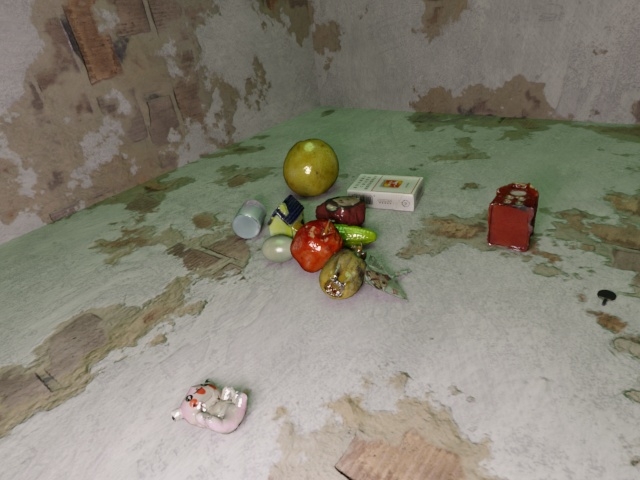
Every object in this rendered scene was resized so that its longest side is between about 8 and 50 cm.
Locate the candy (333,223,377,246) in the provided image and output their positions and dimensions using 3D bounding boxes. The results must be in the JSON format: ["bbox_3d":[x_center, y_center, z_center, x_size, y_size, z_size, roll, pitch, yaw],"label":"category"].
[{"bbox_3d":[0.130,-0.019,1.740,0.210,0.096,0.096,3,32,16],"label":"candy"}]

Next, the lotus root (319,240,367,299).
[{"bbox_3d":[0.090,0.105,1.500,0.154,0.154,0.278,5,34,22],"label":"lotus root"}]

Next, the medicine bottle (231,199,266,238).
[{"bbox_3d":[-0.327,-0.101,1.950,0.135,0.135,0.168,-3,32,8],"label":"medicine bottle"}]

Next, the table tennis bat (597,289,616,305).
[{"bbox_3d":[0.889,0.178,1.308,0.050,0.007,0.083,17,37,35],"label":"table tennis bat"}]

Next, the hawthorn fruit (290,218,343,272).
[{"bbox_3d":[0.000,0.000,1.590,0.208,0.243,0.207,10,54,-14],"label":"hawthorn fruit"}]

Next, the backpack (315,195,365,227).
[{"bbox_3d":[0.083,-0.123,1.869,0.230,0.138,0.229,-3,15,1],"label":"backpack"}]

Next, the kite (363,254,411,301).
[{"bbox_3d":[0.242,0.130,1.476,0.250,0.012,0.229,-9,50,-38],"label":"kite"}]

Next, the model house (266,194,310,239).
[{"bbox_3d":[-0.119,-0.086,1.804,0.170,0.211,0.194,2,31,21],"label":"model house"}]

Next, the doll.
[{"bbox_3d":[-0.280,0.431,1.086,0.192,0.095,0.149,10,29,31],"label":"doll"}]

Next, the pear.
[{"bbox_3d":[-0.048,-0.397,2.232,0.304,0.303,0.304,-6,31,4],"label":"pear"}]

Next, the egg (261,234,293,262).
[{"bbox_3d":[-0.164,0.034,1.704,0.152,0.114,0.114,0,31,9],"label":"egg"}]

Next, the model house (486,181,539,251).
[{"bbox_3d":[0.757,-0.107,1.638,0.160,0.195,0.254,8,34,29],"label":"model house"}]

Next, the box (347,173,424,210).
[{"bbox_3d":[0.321,-0.241,2.066,0.331,0.095,0.210,6,34,25],"label":"box"}]
